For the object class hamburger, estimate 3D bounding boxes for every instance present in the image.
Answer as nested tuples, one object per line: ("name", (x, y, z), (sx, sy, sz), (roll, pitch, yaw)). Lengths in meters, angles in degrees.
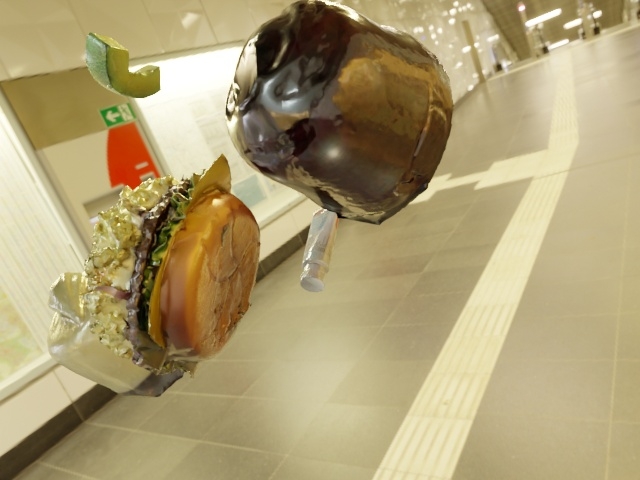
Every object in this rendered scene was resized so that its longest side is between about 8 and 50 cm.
("hamburger", (-0.163, 0.034, 0.564), (0.138, 0.262, 0.243), (11, 59, 13))

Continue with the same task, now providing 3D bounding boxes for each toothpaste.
("toothpaste", (0.000, 0.000, 1.036), (0.089, 0.057, 0.234), (-25, 40, 35))

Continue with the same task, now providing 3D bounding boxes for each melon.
("melon", (-0.457, -0.396, 1.140), (0.118, 0.064, 0.209), (-62, -21, 16))

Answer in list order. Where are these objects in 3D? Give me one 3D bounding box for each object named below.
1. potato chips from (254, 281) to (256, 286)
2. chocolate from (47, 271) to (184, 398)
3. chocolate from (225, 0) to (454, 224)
("potato chips", (-0.223, 0.067, 1.001), (0.037, 0.203, 0.026), (-49, 36, 17))
("chocolate", (-0.510, 0.202, 1.208), (0.325, 0.297, 0.314), (-8, 55, 28))
("chocolate", (-0.001, -0.227, 0.857), (0.331, 0.384, 0.383), (8, -6, -36))
